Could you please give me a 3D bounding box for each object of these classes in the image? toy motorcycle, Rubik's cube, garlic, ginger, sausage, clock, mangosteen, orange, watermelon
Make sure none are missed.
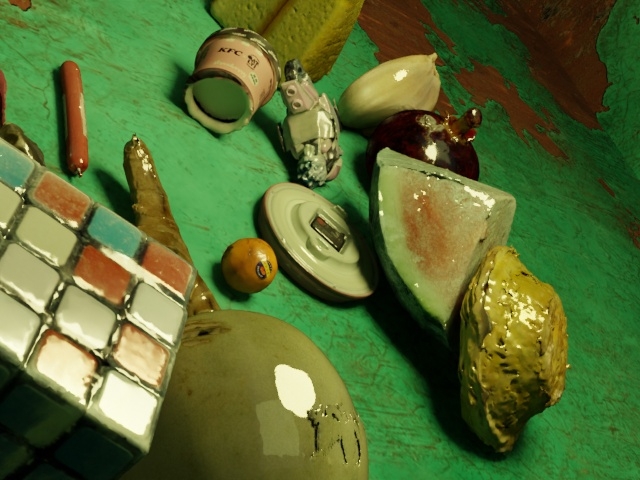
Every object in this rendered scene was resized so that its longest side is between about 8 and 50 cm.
[{"bbox_3d":[-0.015,-0.182,1.795,0.239,0.108,0.204,48,31,-32],"label":"toy motorcycle"},{"bbox_3d":[-0.297,0.103,0.922,0.256,0.259,0.253,37,28,-18],"label":"Rubik's cube"},{"bbox_3d":[0.148,-0.282,2.051,0.217,0.228,0.110,4,56,-46],"label":"garlic"},{"bbox_3d":[-0.211,0.005,1.347,0.148,0.081,0.334,20,39,-47],"label":"ginger"},{"bbox_3d":[-0.353,-0.179,1.448,0.034,0.034,0.253,23,35,-36],"label":"sausage"},{"bbox_3d":[0.001,-0.001,1.665,0.244,0.056,0.244,32,32,-23],"label":"clock"},{"bbox_3d":[0.219,-0.169,1.955,0.235,0.261,0.235,31,33,-23],"label":"mangosteen"},{"bbox_3d":[-0.102,0.036,1.455,0.083,0.083,0.083,33,31,-23],"label":"orange"},{"bbox_3d":[0.215,-0.015,1.710,0.228,0.258,0.387,70,0,-73],"label":"watermelon"}]

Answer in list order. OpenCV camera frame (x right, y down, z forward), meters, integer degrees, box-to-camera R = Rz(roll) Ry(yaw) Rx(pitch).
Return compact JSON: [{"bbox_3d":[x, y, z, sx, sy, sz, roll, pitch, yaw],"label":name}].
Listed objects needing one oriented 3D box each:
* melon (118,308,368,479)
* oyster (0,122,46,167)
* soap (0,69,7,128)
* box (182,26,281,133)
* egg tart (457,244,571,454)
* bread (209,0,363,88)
[{"bbox_3d":[-0.082,0.233,1.033,0.268,0.268,0.330,21,46,-38],"label":"melon"},{"bbox_3d":[-0.323,-0.023,1.099,0.166,0.110,0.341,-106,169,-58],"label":"oyster"},{"bbox_3d":[-0.467,-0.153,1.186,0.182,0.112,0.289,20,39,-34],"label":"soap"},{"bbox_3d":[-0.156,-0.264,1.710,0.151,0.151,0.135,39,39,-13],"label":"box"},{"bbox_3d":[0.324,0.172,1.645,0.341,0.132,0.341,-5,96,-63],"label":"egg tart"},{"bbox_3d":[-0.006,-0.503,1.985,0.233,0.362,0.245,49,31,7],"label":"bread"}]
